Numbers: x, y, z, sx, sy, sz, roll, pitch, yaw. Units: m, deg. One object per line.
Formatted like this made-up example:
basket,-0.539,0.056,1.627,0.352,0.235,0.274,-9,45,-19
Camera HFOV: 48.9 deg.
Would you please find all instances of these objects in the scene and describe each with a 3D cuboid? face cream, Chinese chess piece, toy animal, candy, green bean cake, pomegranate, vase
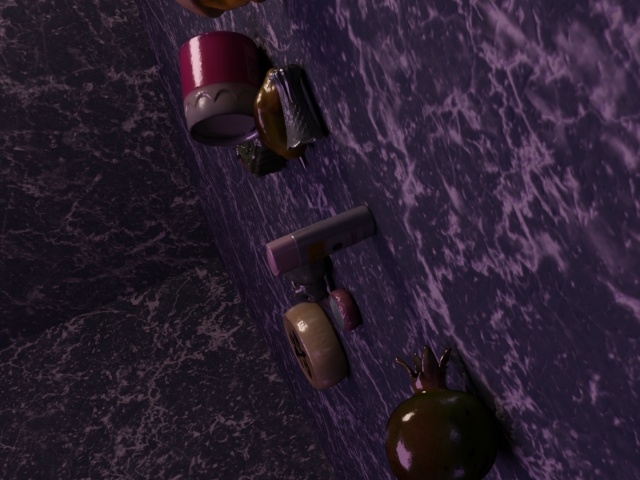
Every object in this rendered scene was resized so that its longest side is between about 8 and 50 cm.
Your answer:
face cream,-0.208,-0.320,1.505,0.175,0.175,0.194,116,146,-73
Chinese chess piece,-0.015,0.301,2.027,0.257,0.104,0.257,59,165,27
toy animal,-0.028,0.096,1.728,0.138,0.108,0.236,41,152,60
candy,0.057,0.163,1.647,0.103,0.043,0.103,159,90,-78
face cream,0.000,0.000,1.259,0.057,0.198,0.084,59,166,29
green bean cake,-0.152,-0.264,1.671,0.183,0.094,0.185,64,162,16
pomegranate,0.181,0.281,1.109,0.181,0.182,0.224,108,153,-70
vase,-0.047,-0.251,1.309,0.081,0.081,0.148,-171,63,-74

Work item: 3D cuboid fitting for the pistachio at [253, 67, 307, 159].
pistachio,-0.088,-0.250,1.406,0.110,0.100,0.189,42,153,54

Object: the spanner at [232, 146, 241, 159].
spanner,-0.221,-0.318,1.899,0.254,0.015,0.054,103,149,-52

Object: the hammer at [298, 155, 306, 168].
hammer,-0.068,-0.236,1.536,0.178,0.021,0.065,63,167,4

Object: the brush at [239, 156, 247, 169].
brush,-0.243,-0.282,2.080,0.321,0.050,0.060,52,164,51

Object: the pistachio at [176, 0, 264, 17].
pistachio,-0.186,-0.524,1.135,0.230,0.230,0.308,40,155,63
